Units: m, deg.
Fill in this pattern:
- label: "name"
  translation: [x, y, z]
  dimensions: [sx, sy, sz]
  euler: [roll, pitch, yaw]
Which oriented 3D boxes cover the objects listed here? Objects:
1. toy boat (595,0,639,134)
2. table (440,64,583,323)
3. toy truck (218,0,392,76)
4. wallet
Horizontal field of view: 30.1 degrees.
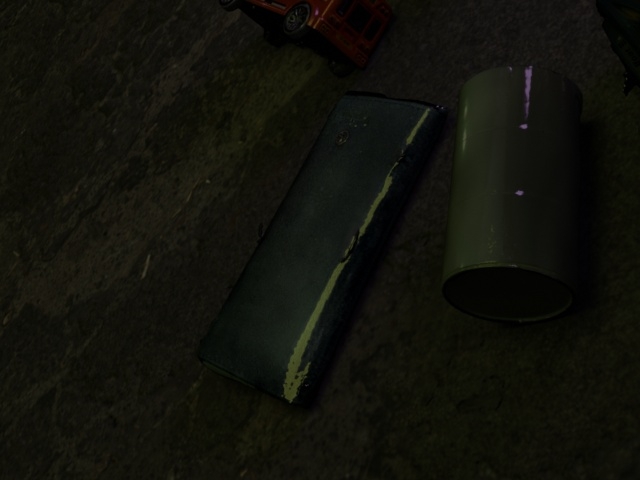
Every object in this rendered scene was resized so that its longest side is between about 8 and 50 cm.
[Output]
- label: "toy boat"
  translation: [0.314, -0.158, 1.106]
  dimensions: [0.103, 0.093, 0.246]
  euler: [-36, 43, 14]
- label: "table"
  translation: [0.186, -0.044, 1.140]
  dimensions: [0.126, 0.126, 0.220]
  euler: [-17, 55, 39]
- label: "toy truck"
  translation: [-0.023, -0.307, 1.550]
  dimensions: [0.114, 0.107, 0.252]
  euler: [-56, 40, 1]
- label: "wallet"
  translation: [0.000, 0.000, 1.370]
  dimensions: [0.190, 0.046, 0.379]
  euler: [17, 78, 49]
